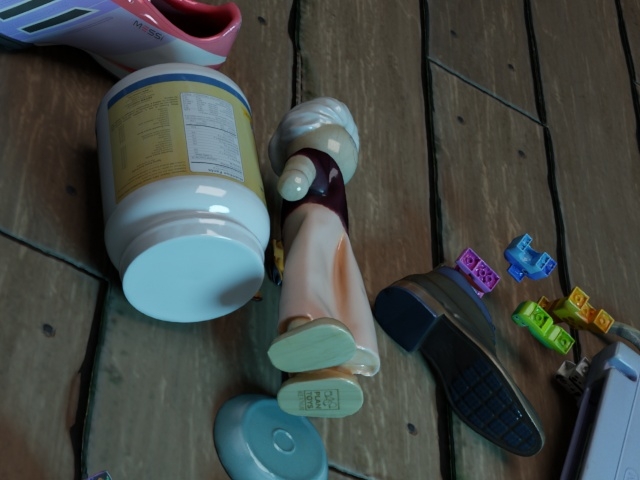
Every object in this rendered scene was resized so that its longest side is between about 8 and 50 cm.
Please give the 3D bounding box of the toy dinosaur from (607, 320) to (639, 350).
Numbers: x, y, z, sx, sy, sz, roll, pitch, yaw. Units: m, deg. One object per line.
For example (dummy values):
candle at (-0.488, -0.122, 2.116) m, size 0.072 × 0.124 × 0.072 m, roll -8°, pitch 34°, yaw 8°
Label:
toy dinosaur at (0.419, 0.165, 1.825) m, size 0.268 × 0.064 × 0.118 m, roll 49°, pitch 43°, yaw 12°

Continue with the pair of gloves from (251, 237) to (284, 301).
pair of gloves at (-0.052, 0.029, 1.537) m, size 0.083 × 0.010 × 0.074 m, roll 6°, pitch 53°, yaw -39°

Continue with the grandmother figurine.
grandmother figurine at (0.000, 0.000, 1.479) m, size 0.104 × 0.208 × 0.342 m, roll 2°, pitch 46°, yaw -2°

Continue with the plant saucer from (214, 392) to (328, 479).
plant saucer at (-0.037, 0.179, 1.396) m, size 0.119 × 0.021 × 0.119 m, roll 26°, pitch 40°, yaw -25°

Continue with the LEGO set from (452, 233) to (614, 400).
LEGO set at (0.230, 0.075, 1.717) m, size 0.227 × 0.093 × 0.087 m, roll 44°, pitch 67°, yaw -10°

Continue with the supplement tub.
supplement tub at (-0.122, -0.043, 1.424) m, size 0.144 × 0.144 × 0.200 m, roll 18°, pitch 44°, yaw -32°

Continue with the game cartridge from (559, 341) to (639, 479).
game cartridge at (0.326, 0.295, 1.572) m, size 0.230 × 0.068 × 0.355 m, roll 40°, pitch 46°, yaw -15°

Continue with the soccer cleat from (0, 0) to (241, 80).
soccer cleat at (-0.226, -0.231, 1.529) m, size 0.318 × 0.116 × 0.109 m, roll 20°, pitch 43°, yaw -31°

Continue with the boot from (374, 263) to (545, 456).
boot at (0.161, 0.111, 1.605) m, size 0.219 × 0.082 × 0.106 m, roll 48°, pitch 39°, yaw 8°

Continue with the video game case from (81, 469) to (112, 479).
video game case at (-0.186, 0.290, 1.105) m, size 0.232 × 0.042 × 0.210 m, roll -20°, pitch 75°, yaw -49°
